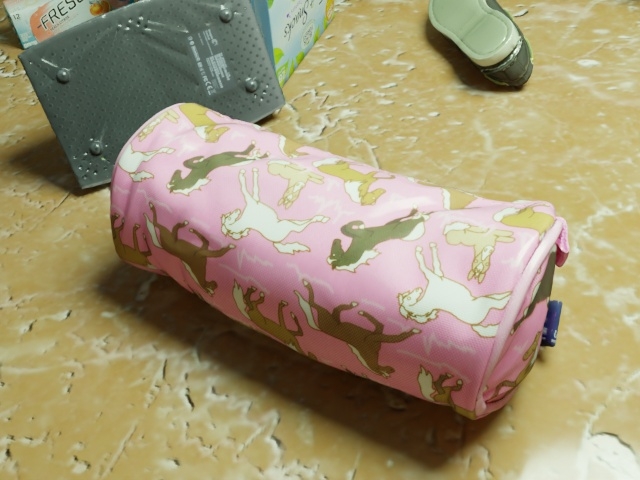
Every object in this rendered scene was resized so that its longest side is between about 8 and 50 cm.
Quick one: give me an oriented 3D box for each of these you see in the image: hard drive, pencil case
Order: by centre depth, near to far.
[{"bbox_3d":[0.000,0.000,0.614,0.386,0.160,0.167,19,25,28],"label":"pencil case"},{"bbox_3d":[-0.182,-0.180,0.835,0.255,0.171,0.054,-26,22,-15],"label":"hard drive"}]

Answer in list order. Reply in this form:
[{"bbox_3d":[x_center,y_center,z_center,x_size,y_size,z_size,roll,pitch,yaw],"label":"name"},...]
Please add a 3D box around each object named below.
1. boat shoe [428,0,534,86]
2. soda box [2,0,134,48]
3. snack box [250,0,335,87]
[{"bbox_3d":[0.198,-0.265,0.933,0.081,0.069,0.227,-38,36,20],"label":"boat shoe"},{"bbox_3d":[-0.379,-0.354,1.128,0.183,0.058,0.063,-25,45,-16],"label":"soda box"},{"bbox_3d":[-0.049,-0.321,0.952,0.070,0.174,0.207,14,46,18],"label":"snack box"}]
